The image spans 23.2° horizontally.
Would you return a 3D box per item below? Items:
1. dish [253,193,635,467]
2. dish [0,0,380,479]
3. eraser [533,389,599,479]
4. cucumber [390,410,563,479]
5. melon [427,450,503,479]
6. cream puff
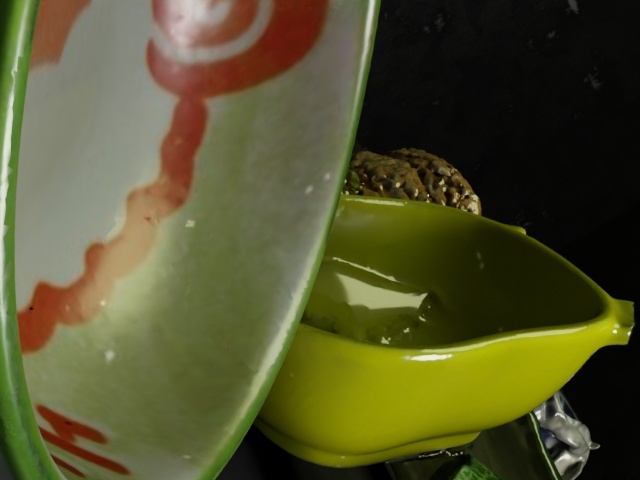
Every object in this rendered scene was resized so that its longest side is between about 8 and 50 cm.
[{"bbox_3d":[0.036,0.058,0.906,0.262,0.108,0.221,0,24,-31],"label":"dish"},{"bbox_3d":[-0.081,-0.071,0.525,0.324,0.124,0.324,12,90,-75],"label":"dish"},{"bbox_3d":[0.142,0.136,1.475,0.101,0.155,0.332,55,8,-23],"label":"eraser"},{"bbox_3d":[0.131,0.214,1.190,0.105,0.145,0.325,31,33,-62],"label":"cucumber"},{"bbox_3d":[0.132,0.285,0.889,0.323,0.124,0.196,59,14,5],"label":"melon"},{"bbox_3d":[0.000,0.000,1.062,0.169,0.183,0.183,26,24,-30],"label":"cream puff"}]
